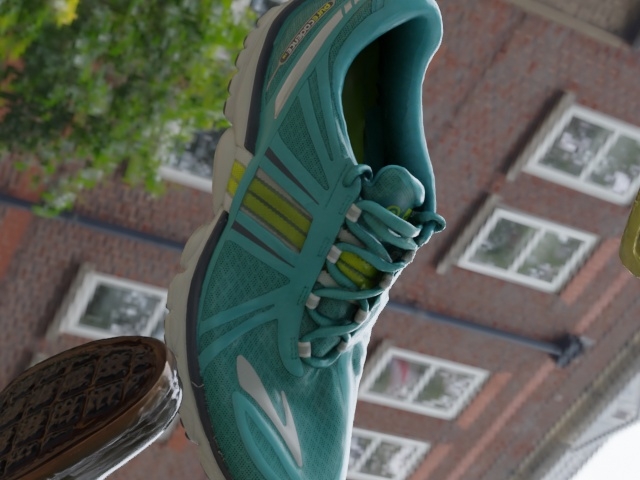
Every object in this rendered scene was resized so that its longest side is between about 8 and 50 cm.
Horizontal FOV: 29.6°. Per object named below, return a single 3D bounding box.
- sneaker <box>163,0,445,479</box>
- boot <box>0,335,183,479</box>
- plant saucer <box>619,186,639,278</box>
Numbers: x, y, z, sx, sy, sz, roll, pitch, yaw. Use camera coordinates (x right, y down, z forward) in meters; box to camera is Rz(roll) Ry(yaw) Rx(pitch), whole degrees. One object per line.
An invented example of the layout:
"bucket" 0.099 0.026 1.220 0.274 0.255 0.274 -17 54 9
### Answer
"sneaker" 0.000 0.000 0.585 0.110 0.107 0.275 -4 -105 46
"boot" -0.117 0.123 0.531 0.219 0.106 0.082 -32 -152 26
"plant saucer" 0.386 -0.078 0.833 0.081 0.332 0.333 178 -67 -80
